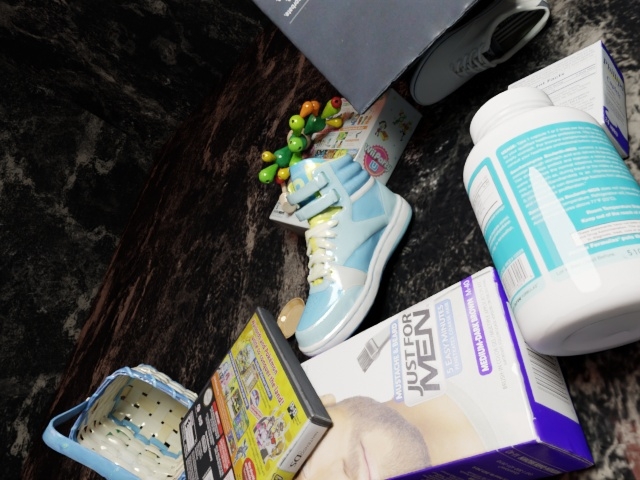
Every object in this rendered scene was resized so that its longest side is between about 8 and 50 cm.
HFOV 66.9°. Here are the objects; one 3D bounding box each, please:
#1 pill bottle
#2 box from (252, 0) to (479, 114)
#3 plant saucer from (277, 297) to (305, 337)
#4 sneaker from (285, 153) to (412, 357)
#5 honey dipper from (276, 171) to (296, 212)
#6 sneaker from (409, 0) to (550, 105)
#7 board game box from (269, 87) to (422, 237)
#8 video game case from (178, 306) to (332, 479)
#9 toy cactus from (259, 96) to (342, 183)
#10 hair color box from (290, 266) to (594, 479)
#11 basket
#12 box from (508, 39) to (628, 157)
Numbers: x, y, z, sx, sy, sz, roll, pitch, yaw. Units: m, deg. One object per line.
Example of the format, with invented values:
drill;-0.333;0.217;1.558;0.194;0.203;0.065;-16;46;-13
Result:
pill bottle;0.235;-0.031;0.485;0.146;0.146;0.263;-35;50;35
box;0.046;-0.526;0.812;0.297;0.472;0.480;-42;9;29
plant saucer;-0.052;0.151;0.927;0.083;0.015;0.083;-37;36;33
sneaker;0.000;0.000;0.740;0.127;0.208;0.318;-22;31;50
honey dipper;-0.076;-0.106;1.004;0.030;0.031;0.160;-48;28;16
sneaker;0.261;-0.323;0.822;0.258;0.094;0.091;-40;30;27
board game box;0.042;-0.145;0.985;0.224;0.098;0.303;18;79;59
video game case;-0.111;0.260;0.686;0.248;0.035;0.275;-56;29;6
toy cactus;-0.034;-0.198;0.977;0.219;0.112;0.180;-55;11;13
hair color box;0.101;0.194;0.566;0.339;0.110;0.185;-37;36;35
basket;-0.323;0.359;0.882;0.201;0.255;0.289;-57;0;-5
box;0.309;-0.156;0.616;0.126;0.072;0.137;-19;48;49
